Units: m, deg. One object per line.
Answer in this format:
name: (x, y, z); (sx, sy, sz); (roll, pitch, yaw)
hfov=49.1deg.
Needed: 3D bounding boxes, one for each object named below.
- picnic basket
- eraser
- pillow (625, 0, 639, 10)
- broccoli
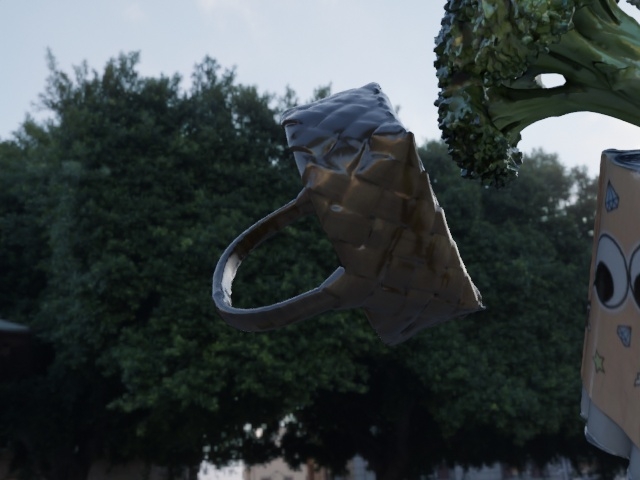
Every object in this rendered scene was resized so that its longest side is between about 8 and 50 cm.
picnic basket: (0.000, 0.000, 0.901); (0.337, 0.293, 0.337); (-3, -63, -6)
eraser: (0.309, 0.076, 0.626); (0.087, 0.290, 0.171); (-7, 21, -9)
pillow: (0.573, -0.380, 1.064); (0.181, 0.134, 0.078); (-33, -19, -20)
broccoli: (0.264, -0.231, 0.825); (0.249, 0.302, 0.375); (13, -67, -39)
